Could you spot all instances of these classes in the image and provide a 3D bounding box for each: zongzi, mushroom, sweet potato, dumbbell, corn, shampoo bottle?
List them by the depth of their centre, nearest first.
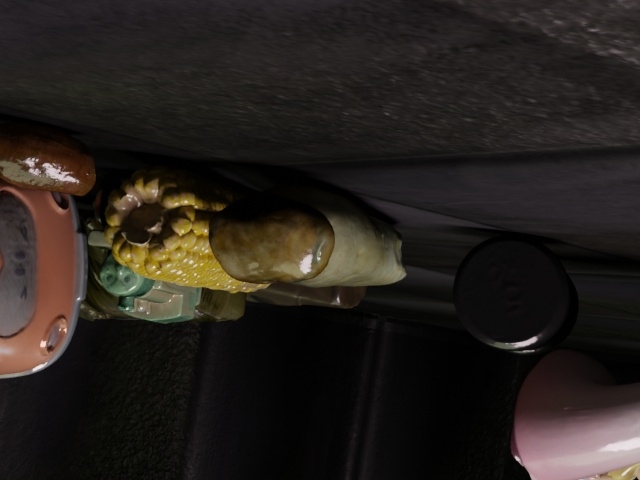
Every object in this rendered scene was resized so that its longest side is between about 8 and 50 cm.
[{"bbox_3d":[-0.215,-0.066,0.977,0.117,0.049,0.049,20,171,-30],"label":"sweet potato"},{"bbox_3d":[0.000,0.000,1.132,0.099,0.081,0.312,10,180,16],"label":"mushroom"},{"bbox_3d":[-0.099,-0.006,1.144,0.093,0.093,0.244,8,176,17],"label":"corn"},{"bbox_3d":[0.181,0.053,1.251,0.100,0.100,0.191,8,176,14],"label":"dumbbell"},{"bbox_3d":[-0.242,0.012,1.460,0.250,0.125,0.274,-2,168,33],"label":"zongzi"},{"bbox_3d":[-0.106,0.028,1.611,0.350,0.084,0.125,6,177,32],"label":"shampoo bottle"}]

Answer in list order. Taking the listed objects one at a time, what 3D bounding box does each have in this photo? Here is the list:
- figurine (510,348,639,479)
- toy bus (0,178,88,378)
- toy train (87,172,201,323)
[{"bbox_3d":[0.368,0.140,1.222,0.315,0.207,0.284,-14,152,34],"label":"figurine"},{"bbox_3d":[-0.344,0.015,1.104,0.287,0.194,0.232,1,176,8],"label":"toy bus"},{"bbox_3d":[-0.155,0.010,1.258,0.080,0.125,0.194,5,175,12],"label":"toy train"}]
